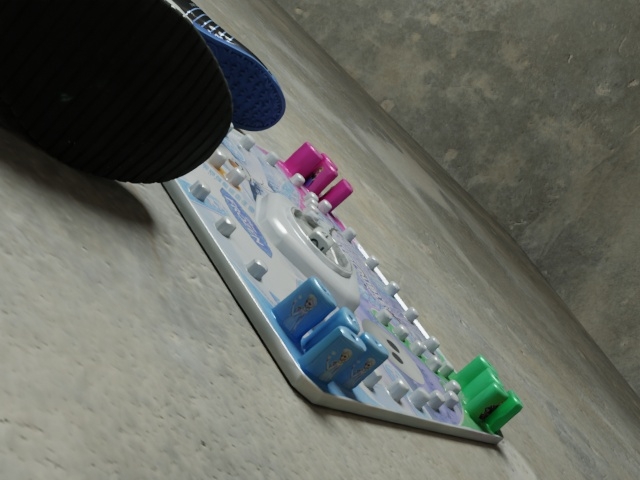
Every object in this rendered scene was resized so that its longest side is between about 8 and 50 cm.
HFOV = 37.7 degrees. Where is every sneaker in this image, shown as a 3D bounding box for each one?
[{"bbox_3d":[-0.184,-0.159,0.551,0.330,0.122,0.146,37,17,-41],"label":"sneaker"},{"bbox_3d":[-0.129,-0.207,0.994,0.232,0.081,0.090,36,23,-38],"label":"sneaker"}]

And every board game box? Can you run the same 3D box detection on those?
[{"bbox_3d":[0.000,0.000,0.846,0.390,0.050,0.390,54,14,30],"label":"board game box"}]
